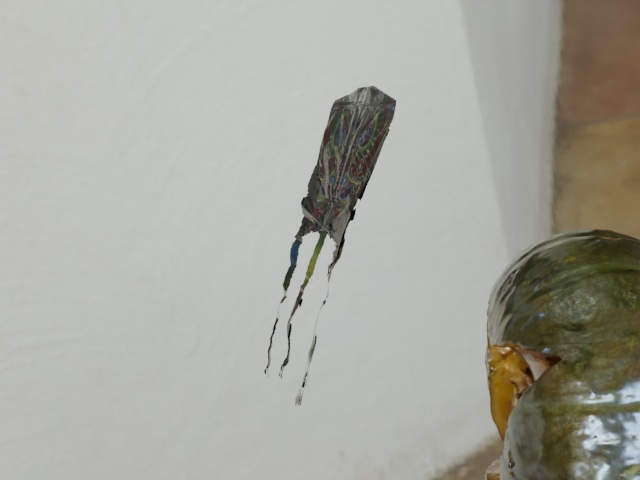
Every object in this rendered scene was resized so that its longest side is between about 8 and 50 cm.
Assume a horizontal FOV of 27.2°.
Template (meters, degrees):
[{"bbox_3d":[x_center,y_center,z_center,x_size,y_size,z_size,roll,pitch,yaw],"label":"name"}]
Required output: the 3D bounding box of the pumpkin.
[{"bbox_3d":[0.190,0.110,0.884,0.159,0.238,0.238,1,31,6],"label":"pumpkin"}]

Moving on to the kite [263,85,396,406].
[{"bbox_3d":[0.000,0.000,1.166,0.015,0.285,0.152,15,-1,-20],"label":"kite"}]
